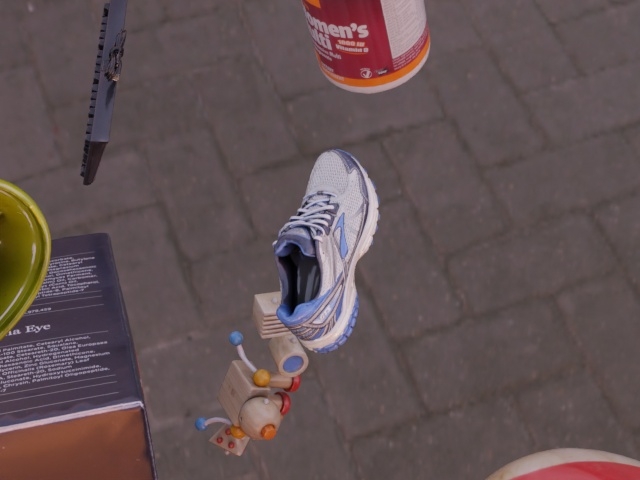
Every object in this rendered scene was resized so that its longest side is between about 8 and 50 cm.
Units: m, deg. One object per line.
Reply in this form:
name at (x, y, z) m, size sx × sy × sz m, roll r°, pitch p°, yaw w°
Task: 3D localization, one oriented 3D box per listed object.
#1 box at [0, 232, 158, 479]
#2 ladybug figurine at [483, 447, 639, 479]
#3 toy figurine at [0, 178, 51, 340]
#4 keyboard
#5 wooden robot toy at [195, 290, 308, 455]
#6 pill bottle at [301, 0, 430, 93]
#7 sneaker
box at (-0.228, 0.216, 1.127) m, size 0.179 × 0.343 × 0.312 m, roll -10°, pitch 26°, yaw -10°
ladybug figurine at (0.184, 0.294, 0.857) m, size 0.305 × 0.162 × 0.449 m, roll -21°, pitch 30°, yaw 6°
toy figurine at (-0.336, 0.076, 0.722) m, size 0.191 × 0.217 × 0.362 m, roll 45°, pitch 75°, yaw -19°
keyboard at (-0.204, -0.151, 1.236) m, size 0.023 × 0.108 × 0.180 m, roll 11°, pitch 55°, yaw -16°
wooden robot toy at (-0.045, 0.134, 1.115) m, size 0.076 × 0.173 × 0.079 m, roll 9°, pitch 27°, yaw -29°
pill bottle at (0.037, -0.260, 1.298) m, size 0.121 × 0.221 × 0.121 m, roll -7°, pitch 52°, yaw 9°
sneaker at (0.000, 0.000, 0.837) m, size 0.052 × 0.058 × 0.135 m, roll -10°, pitch 65°, yaw 35°
